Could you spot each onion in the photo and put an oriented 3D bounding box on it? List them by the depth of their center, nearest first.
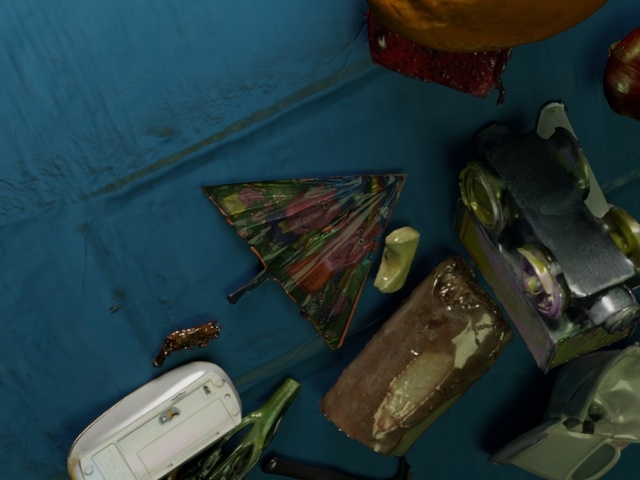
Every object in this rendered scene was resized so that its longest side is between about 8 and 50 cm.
[{"bbox_3d":[0.358,-0.183,1.315,0.117,0.118,0.119,-42,149,-46],"label":"onion"}]

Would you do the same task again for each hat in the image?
[{"bbox_3d":[0.342,0.236,1.673,0.226,0.164,0.219,-17,151,40],"label":"hat"}]

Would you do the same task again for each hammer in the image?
[{"bbox_3d":[0.024,0.299,1.557,0.246,0.029,0.103,25,110,-41],"label":"hammer"}]

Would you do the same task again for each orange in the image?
[{"bbox_3d":[0.134,-0.281,0.982,0.261,0.261,0.261,-17,133,-20],"label":"orange"}]

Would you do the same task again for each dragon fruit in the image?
[{"bbox_3d":[0.121,-0.201,1.158,0.147,0.096,0.102,16,120,9],"label":"dragon fruit"}]

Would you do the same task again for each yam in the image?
[{"bbox_3d":[0.117,0.140,1.418,0.128,0.129,0.238,39,102,-9],"label":"yam"}]

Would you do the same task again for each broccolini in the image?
[{"bbox_3d":[-0.089,0.245,1.411,0.091,0.068,0.203,33,105,-37],"label":"broccolini"}]

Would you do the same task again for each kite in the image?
[{"bbox_3d":[0.000,0.000,1.305,0.234,0.016,0.321,-38,137,-2],"label":"kite"}]

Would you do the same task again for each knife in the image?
[{"bbox_3d":[0.310,-0.044,1.457,0.081,0.043,0.336,-33,130,9],"label":"knife"}]

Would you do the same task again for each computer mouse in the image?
[{"bbox_3d":[-0.177,0.209,1.322,0.199,0.045,0.102,-34,114,-15],"label":"computer mouse"}]

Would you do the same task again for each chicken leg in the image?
[{"bbox_3d":[-0.143,0.105,1.295,0.083,0.021,0.036,-27,144,-10],"label":"chicken leg"}]

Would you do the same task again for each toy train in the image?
[{"bbox_3d":[0.238,0.005,1.296,0.134,0.261,0.177,-20,150,-15],"label":"toy train"}]

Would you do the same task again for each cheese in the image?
[{"bbox_3d":[0.082,0.021,1.358,0.044,0.030,0.083,-26,143,-41],"label":"cheese"}]

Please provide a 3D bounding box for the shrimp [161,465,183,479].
[{"bbox_3d":[-0.208,0.279,1.394,0.095,0.045,0.162,-2,124,-57],"label":"shrimp"}]
